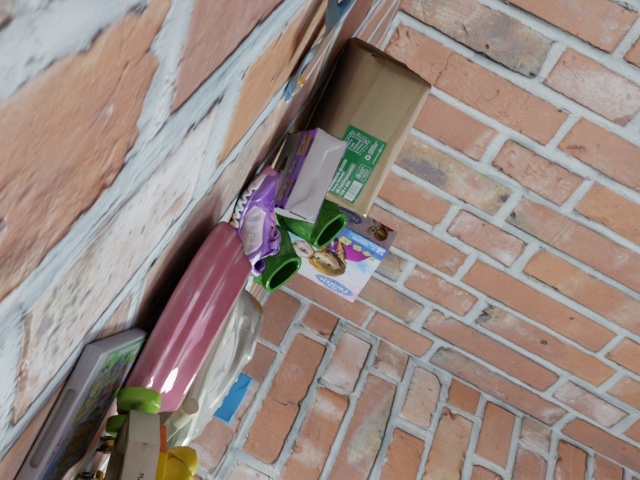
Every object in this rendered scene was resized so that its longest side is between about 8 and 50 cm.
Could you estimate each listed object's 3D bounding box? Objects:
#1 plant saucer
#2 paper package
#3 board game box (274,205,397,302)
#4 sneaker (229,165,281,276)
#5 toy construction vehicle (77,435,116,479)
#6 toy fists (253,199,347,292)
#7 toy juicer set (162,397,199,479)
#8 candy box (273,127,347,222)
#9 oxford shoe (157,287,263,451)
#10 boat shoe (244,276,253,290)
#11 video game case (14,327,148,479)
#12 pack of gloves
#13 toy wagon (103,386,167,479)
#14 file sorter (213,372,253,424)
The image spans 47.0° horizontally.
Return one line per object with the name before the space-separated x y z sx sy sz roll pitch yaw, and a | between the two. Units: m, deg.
plant saucer | -0.197 0.132 1.139 0.332 0.084 0.332 -61 -176 7
paper package | 0.083 -0.263 1.651 0.325 0.168 0.309 -62 -167 16
board game box | 0.000 0.000 1.890 0.066 0.318 0.318 -60 178 -31
sneaker | -0.113 -0.026 1.360 0.236 0.104 0.095 -64 177 30
toy construction vehicle | -0.336 0.360 1.178 0.098 0.035 0.086 27 80 -59
toy fists | -0.077 -0.017 1.661 0.279 0.142 0.096 -43 150 -16
toy juicer set | -0.256 0.358 1.128 0.329 0.089 0.209 -96 -150 -53
candy box | -0.039 -0.127 1.438 0.165 0.070 0.196 -67 -161 -2
oxford shoe | -0.231 0.278 1.389 0.169 0.130 0.450 35 -78 47
boat shoe | -0.201 0.118 1.500 0.219 0.077 0.070 -61 -179 23
video game case | -0.284 0.203 0.886 0.193 0.023 0.212 -62 179 -1
pack of gloves | -0.001 -0.332 1.165 0.232 0.046 0.195 -59 -170 -10
toy wagon | -0.270 0.359 0.968 0.344 0.068 0.267 126 -27 -53
file sorter | -0.266 0.345 1.759 0.118 0.170 0.104 -62 -178 -15
